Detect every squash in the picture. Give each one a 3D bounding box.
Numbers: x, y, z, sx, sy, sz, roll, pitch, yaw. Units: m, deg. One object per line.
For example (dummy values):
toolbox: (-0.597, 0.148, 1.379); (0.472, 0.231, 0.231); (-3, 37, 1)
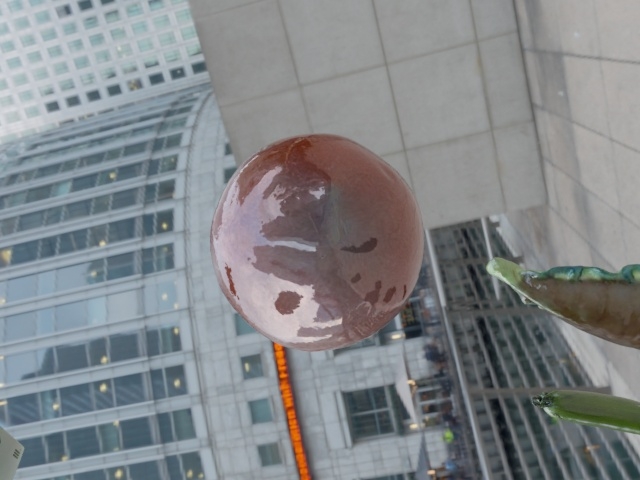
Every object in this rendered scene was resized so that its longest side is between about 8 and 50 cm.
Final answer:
squash: (0.596, 0.360, 1.326); (0.080, 0.319, 0.071); (-69, -13, -48)

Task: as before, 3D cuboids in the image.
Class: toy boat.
toy boat: (0.269, 0.029, 0.494); (0.108, 0.293, 0.099); (118, 136, -61)

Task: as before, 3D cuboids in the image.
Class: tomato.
tomato: (0.000, 0.000, 0.924); (0.321, 0.322, 0.321); (-12, -90, -81)

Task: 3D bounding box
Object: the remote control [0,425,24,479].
remote control: (-0.785, 0.426, 1.390); (0.145, 0.050, 0.344); (-88, -20, -51)
